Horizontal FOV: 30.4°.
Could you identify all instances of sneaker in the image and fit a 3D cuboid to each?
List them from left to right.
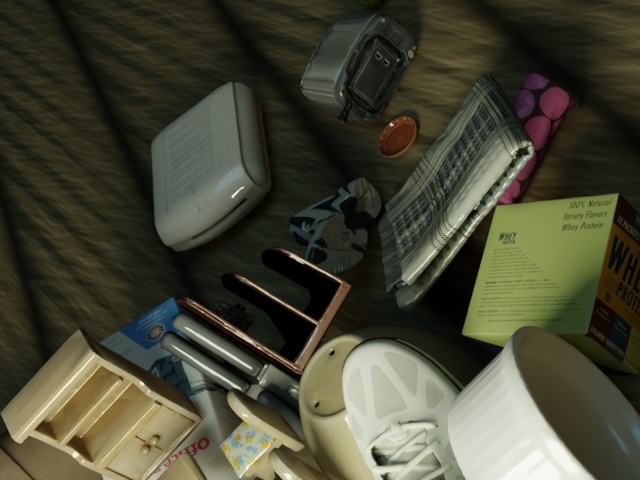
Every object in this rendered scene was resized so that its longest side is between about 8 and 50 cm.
[{"bbox_3d":[0.000,0.000,1.985,0.153,0.094,0.235,-29,27,40],"label":"sneaker"},{"bbox_3d":[0.136,0.292,1.386,0.169,0.257,0.447,-31,69,8],"label":"sneaker"}]

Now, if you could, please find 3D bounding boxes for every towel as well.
[{"bbox_3d":[0.186,-0.081,1.788,0.324,0.056,0.312,-55,18,21],"label":"towel"}]

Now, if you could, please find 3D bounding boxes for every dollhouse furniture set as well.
[{"bbox_3d":[-0.237,0.338,1.628,0.362,0.256,0.394,-47,44,4],"label":"dollhouse furniture set"}]

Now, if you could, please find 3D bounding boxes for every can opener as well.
[{"bbox_3d":[-0.122,0.210,1.854,0.074,0.280,0.093,-56,-1,-1],"label":"can opener"}]

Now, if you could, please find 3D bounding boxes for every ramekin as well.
[{"bbox_3d":[0.279,0.249,1.394,0.135,0.277,0.277,-44,38,24],"label":"ramekin"}]

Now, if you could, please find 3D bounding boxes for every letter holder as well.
[{"bbox_3d":[-0.099,0.088,1.840,0.152,0.214,0.302,-60,4,-8],"label":"letter holder"}]

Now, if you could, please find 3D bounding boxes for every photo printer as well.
[{"bbox_3d":[-0.218,-0.137,2.325,0.256,0.107,0.307,-34,42,23],"label":"photo printer"}]

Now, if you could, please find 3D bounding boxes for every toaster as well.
[{"bbox_3d":[0.061,-0.309,2.158,0.146,0.129,0.227,16,76,54],"label":"toaster"}]

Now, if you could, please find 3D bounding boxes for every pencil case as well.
[{"bbox_3d":[0.310,-0.146,1.808,0.095,0.098,0.209,31,83,7],"label":"pencil case"}]

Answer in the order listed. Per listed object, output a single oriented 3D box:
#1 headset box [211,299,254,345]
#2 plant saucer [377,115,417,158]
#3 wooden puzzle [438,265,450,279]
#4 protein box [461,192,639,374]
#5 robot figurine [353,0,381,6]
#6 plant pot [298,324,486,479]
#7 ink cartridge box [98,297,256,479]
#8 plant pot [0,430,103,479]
[{"bbox_3d":[-0.161,0.150,2.083,0.032,0.062,0.083,23,79,51],"label":"headset box"},{"bbox_3d":[0.137,-0.180,2.069,0.083,0.013,0.083,-26,46,31],"label":"plant saucer"},{"bbox_3d":[0.171,0.043,1.869,0.049,0.006,0.083,-50,38,4],"label":"wooden puzzle"},{"bbox_3d":[0.329,0.063,1.587,0.199,0.136,0.201,-5,59,45],"label":"protein box"},{"bbox_3d":[0.101,-0.510,2.316,0.101,0.067,0.115,3,64,38],"label":"robot figurine"},{"bbox_3d":[0.079,0.232,1.670,0.284,0.191,0.284,-26,46,30],"label":"plant pot"},{"bbox_3d":[-0.259,0.287,1.946,0.223,0.129,0.307,-31,55,9],"label":"ink cartridge box"},{"bbox_3d":[-0.456,0.391,2.082,0.229,0.263,0.263,-44,35,-16],"label":"plant pot"}]
